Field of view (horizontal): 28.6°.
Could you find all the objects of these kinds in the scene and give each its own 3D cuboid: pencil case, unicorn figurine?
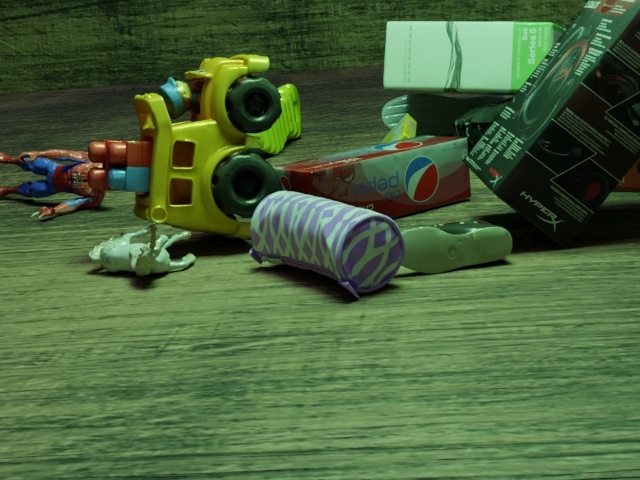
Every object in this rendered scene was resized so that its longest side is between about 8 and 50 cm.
[{"bbox_3d":[0.000,0.000,1.308,0.088,0.086,0.206,-47,27,-17],"label":"pencil case"},{"bbox_3d":[-0.194,0.014,1.396,0.162,0.060,0.111,-15,5,37],"label":"unicorn figurine"}]

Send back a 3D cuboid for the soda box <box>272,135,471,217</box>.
[{"bbox_3d":[0.068,-0.073,1.593,0.263,0.083,0.092,-15,16,-35],"label":"soda box"}]

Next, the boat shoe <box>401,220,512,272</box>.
[{"bbox_3d":[0.132,0.006,1.310,0.133,0.048,0.042,-5,7,-11],"label":"boat shoe"}]

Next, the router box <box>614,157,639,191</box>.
[{"bbox_3d":[0.492,-0.152,1.717,0.301,0.082,0.335,3,21,31],"label":"router box"}]

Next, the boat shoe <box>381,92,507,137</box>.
[{"bbox_3d":[0.219,-0.211,2.196,0.226,0.083,0.076,1,-7,1],"label":"boat shoe"}]

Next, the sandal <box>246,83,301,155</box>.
[{"bbox_3d":[-0.126,-0.210,2.217,0.138,0.126,0.317,-6,4,12],"label":"sandal"}]

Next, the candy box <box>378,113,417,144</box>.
[{"bbox_3d":[0.096,-0.124,1.800,0.027,0.105,0.206,39,14,-4],"label":"candy box"}]

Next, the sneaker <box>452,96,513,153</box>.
[{"bbox_3d":[0.270,-0.160,1.902,0.130,0.109,0.286,-12,4,-1],"label":"sneaker"}]

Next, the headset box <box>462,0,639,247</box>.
[{"bbox_3d":[0.306,-0.157,1.420,0.110,0.293,0.218,36,8,-10],"label":"headset box"}]

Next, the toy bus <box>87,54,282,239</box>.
[{"bbox_3d":[-0.165,-0.117,1.483,0.212,0.220,0.149,4,3,-18],"label":"toy bus"}]

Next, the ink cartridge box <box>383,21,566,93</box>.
[{"bbox_3d":[0.260,-0.298,2.059,0.273,0.114,0.198,4,7,19],"label":"ink cartridge box"}]

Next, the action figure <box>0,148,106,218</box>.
[{"bbox_3d":[-0.420,-0.087,1.830,0.280,0.091,0.139,3,9,36],"label":"action figure"}]
